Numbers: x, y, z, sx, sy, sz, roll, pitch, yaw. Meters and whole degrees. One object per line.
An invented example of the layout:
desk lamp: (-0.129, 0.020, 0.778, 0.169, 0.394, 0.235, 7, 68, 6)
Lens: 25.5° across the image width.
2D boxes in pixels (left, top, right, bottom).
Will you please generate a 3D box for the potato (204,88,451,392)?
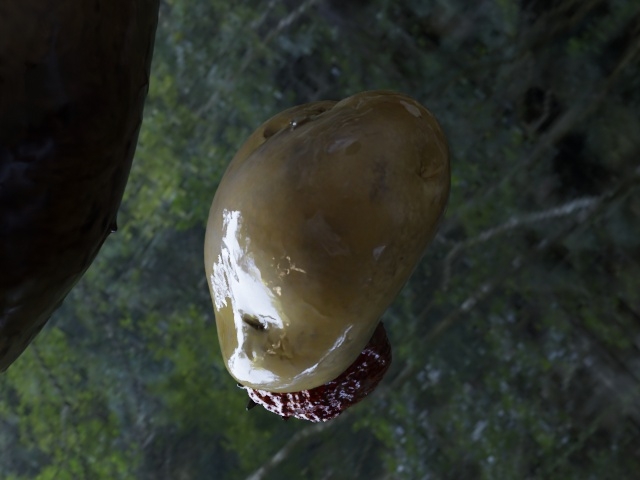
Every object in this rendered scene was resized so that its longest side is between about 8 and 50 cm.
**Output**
potato: (0.000, 0.000, 0.365, 0.062, 0.083, 0.068, 17, -162, 20)

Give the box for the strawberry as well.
strawberry: (0.000, 0.112, 1.335, 0.131, 0.148, 0.131, -3, -86, -40)

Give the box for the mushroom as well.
mushroom: (-0.203, -0.077, 0.634, 0.239, 0.345, 0.345, -22, -116, -32)
